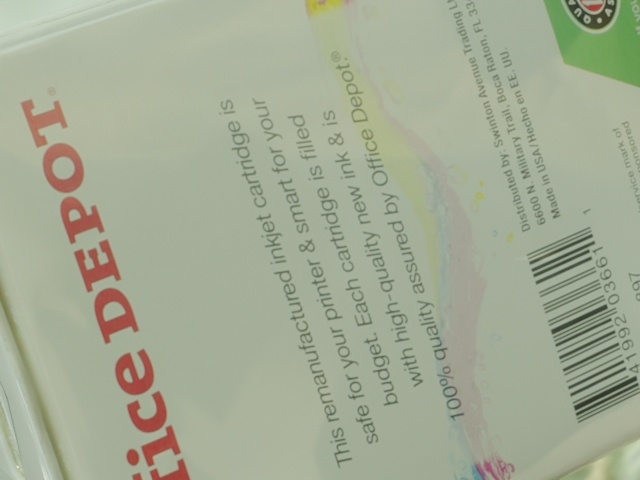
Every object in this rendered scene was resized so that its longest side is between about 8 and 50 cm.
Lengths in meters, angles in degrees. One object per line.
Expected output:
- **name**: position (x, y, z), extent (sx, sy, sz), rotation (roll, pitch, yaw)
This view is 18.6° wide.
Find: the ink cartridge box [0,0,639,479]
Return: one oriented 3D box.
- **ink cartridge box**: position (0.000, 0.000, 0.512), extent (0.212, 0.154, 0.093), rotation (-23, 8, -30)
